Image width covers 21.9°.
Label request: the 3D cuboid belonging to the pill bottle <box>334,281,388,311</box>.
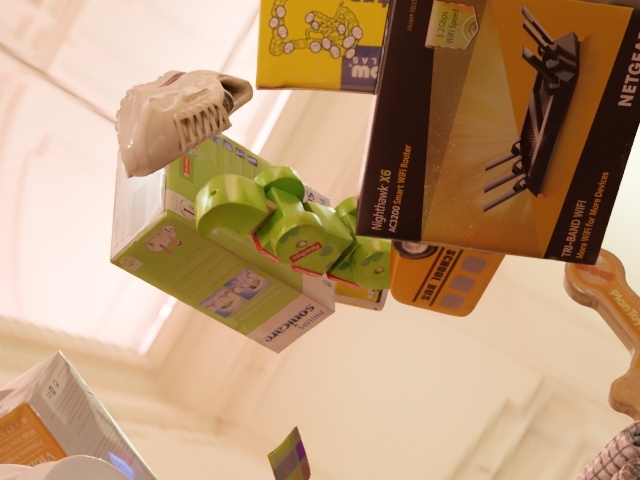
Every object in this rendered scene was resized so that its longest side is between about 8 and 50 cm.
[{"bbox_3d":[0.038,0.060,2.373,0.065,0.116,0.065,-168,90,-84],"label":"pill bottle"}]

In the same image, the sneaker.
[{"bbox_3d":[-0.153,-0.137,1.834,0.235,0.095,0.090,-57,-34,-58],"label":"sneaker"}]

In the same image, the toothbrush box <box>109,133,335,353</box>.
[{"bbox_3d":[-0.123,-0.014,2.144,0.122,0.283,0.206,-39,37,33],"label":"toothbrush box"}]

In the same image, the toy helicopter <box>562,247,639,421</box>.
[{"bbox_3d":[0.455,0.136,2.154,0.235,0.355,0.140,-30,-28,-17],"label":"toy helicopter"}]

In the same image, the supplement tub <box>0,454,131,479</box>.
[{"bbox_3d":[-0.284,0.308,1.280,0.316,0.228,0.228,-25,-3,22],"label":"supplement tub"}]

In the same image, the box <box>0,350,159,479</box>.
[{"bbox_3d":[-0.320,0.349,2.032,0.215,0.345,0.168,-33,11,14],"label":"box"}]

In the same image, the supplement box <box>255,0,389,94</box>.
[{"bbox_3d":[0.043,-0.265,1.773,0.356,0.194,0.195,-78,-9,-80],"label":"supplement box"}]

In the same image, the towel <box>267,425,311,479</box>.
[{"bbox_3d":[-0.035,0.258,1.877,0.060,0.009,0.083,-46,-45,-40],"label":"towel"}]

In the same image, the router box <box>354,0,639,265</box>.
[{"bbox_3d":[0.171,-0.125,1.543,0.081,0.243,0.309,-85,2,-48],"label":"router box"}]

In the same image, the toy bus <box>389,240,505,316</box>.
[{"bbox_3d":[0.163,-0.064,1.790,0.332,0.130,0.108,114,167,-45],"label":"toy bus"}]

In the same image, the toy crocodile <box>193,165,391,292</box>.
[{"bbox_3d":[0.000,0.000,2.011,0.340,0.115,0.105,19,-59,-38],"label":"toy crocodile"}]

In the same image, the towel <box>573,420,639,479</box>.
[{"bbox_3d":[0.404,0.334,1.809,0.121,0.284,0.235,-80,13,-45],"label":"towel"}]
